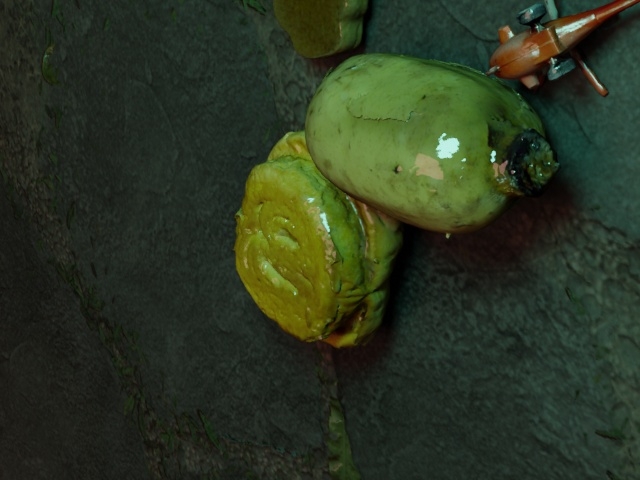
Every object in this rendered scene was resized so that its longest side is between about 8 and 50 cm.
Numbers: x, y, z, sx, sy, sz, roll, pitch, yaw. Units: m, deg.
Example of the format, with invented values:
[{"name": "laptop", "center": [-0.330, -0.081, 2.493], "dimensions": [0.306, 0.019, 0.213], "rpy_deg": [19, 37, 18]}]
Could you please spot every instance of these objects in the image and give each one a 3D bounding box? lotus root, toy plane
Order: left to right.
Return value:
[{"name": "lotus root", "center": [0.104, -0.091, 1.282], "dimensions": [0.284, 0.160, 0.146], "rpy_deg": [19, 160, 47]}, {"name": "toy plane", "center": [0.226, -0.175, 1.174], "dimensions": [0.194, 0.077, 0.126], "rpy_deg": [3, 116, 40]}]

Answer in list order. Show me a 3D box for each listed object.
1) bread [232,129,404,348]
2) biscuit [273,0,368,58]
[{"name": "bread", "center": [-0.002, -0.002, 1.474], "dimensions": [0.198, 0.120, 0.236], "rpy_deg": [38, 130, 38]}, {"name": "biscuit", "center": [-0.027, -0.346, 1.426], "dimensions": [0.183, 0.047, 0.320], "rpy_deg": [-43, 71, 47]}]
